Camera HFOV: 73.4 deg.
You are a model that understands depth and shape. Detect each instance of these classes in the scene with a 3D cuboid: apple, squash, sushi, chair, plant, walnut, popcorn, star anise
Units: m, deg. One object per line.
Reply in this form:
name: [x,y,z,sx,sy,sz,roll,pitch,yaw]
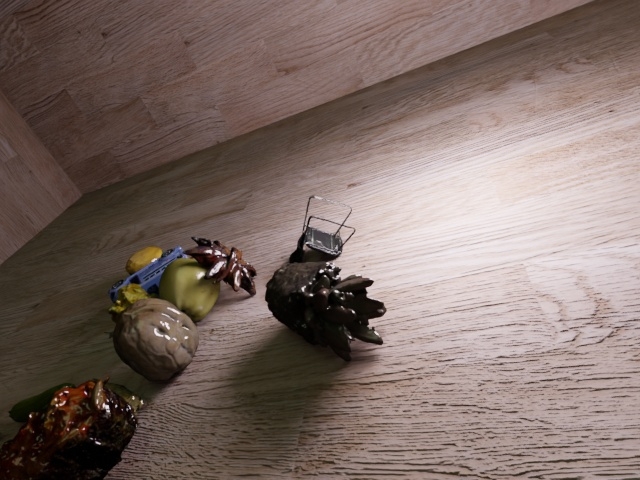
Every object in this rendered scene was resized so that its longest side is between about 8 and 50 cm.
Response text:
apple: [-0.402,0.146,1.326,0.199,0.200,0.200,-19,30,12]
squash: [-0.804,0.473,1.233,0.257,0.069,0.069,-25,29,16]
sushi: [-0.542,0.452,0.913,0.196,0.182,0.344,21,67,33]
chair: [0.000,0.000,1.331,0.145,0.221,0.140,17,29,-11]
plant: [0.007,0.143,1.001,0.320,0.194,0.182,7,47,49]
walnut: [-0.439,0.258,1.144,0.224,0.224,0.224,-19,30,12]
popcorn: [-0.568,0.230,1.335,0.155,0.198,0.197,-43,33,-24]
star anise: [-0.284,0.053,1.310,0.103,0.271,0.272,-50,25,17]

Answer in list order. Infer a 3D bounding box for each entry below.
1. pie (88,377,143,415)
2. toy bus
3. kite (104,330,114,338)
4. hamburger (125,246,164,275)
pie: [-0.584,0.431,1.139,0.282,0.068,0.129,-5,38,39]
toy bus: [-0.584,0.155,1.514,0.292,0.126,0.133,-35,31,-18]
kite: [-0.724,0.324,1.480,0.077,0.002,0.044,-17,31,14]
hamburger: [-0.680,0.096,1.691,0.161,0.115,0.162,-17,31,11]
